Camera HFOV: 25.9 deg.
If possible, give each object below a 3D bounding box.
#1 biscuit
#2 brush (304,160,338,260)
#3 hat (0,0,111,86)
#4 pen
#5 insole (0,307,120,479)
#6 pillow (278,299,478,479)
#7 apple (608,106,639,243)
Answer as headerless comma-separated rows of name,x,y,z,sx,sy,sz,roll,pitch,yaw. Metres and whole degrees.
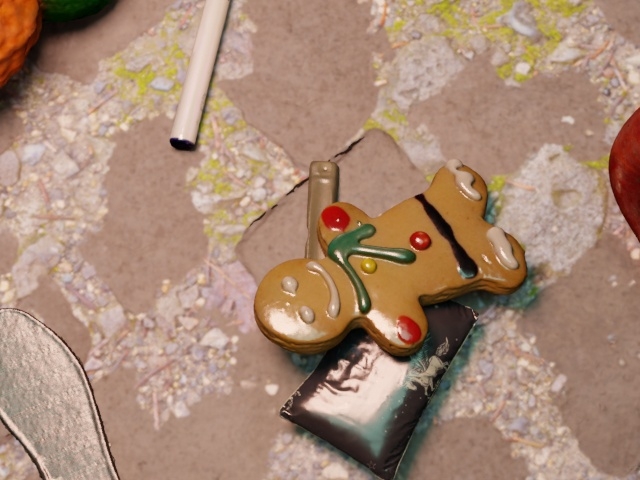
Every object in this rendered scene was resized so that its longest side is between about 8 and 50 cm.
biscuit,0.070,0.029,1.484,0.301,0.049,0.197,-22,57,-13
brush,0.000,0.000,1.547,0.034,0.027,0.190,3,66,-1
hat,-0.408,-0.231,1.542,0.400,0.285,0.285,-9,72,-21
pen,-0.131,-0.232,1.618,0.033,0.033,0.269,11,75,6
insole,-0.286,0.208,1.502,0.110,0.012,0.309,-24,73,-6
pillow,0.067,0.135,1.485,0.141,0.055,0.208,29,74,13
apple,0.427,-0.063,1.454,0.234,0.234,0.234,-1,73,2
